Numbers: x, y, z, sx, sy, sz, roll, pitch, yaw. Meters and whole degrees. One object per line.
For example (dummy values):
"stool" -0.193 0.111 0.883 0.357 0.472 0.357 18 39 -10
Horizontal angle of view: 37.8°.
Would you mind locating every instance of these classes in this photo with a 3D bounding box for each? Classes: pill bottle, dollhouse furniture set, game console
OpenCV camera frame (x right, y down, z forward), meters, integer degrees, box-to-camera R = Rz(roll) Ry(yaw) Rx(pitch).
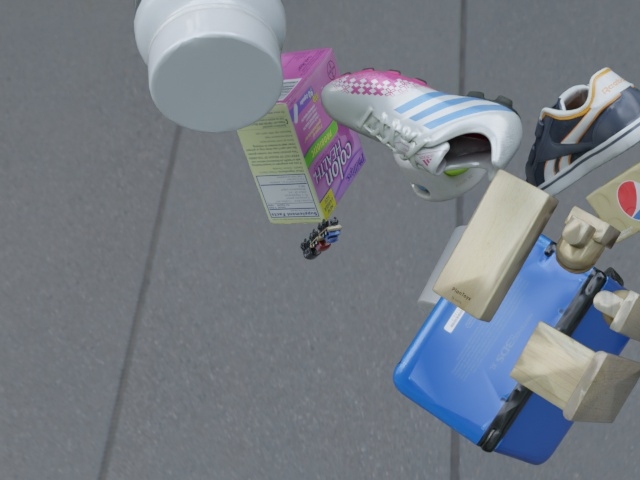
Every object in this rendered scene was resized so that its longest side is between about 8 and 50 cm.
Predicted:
"pill bottle" -0.156 -0.335 1.286 0.204 0.204 0.361 -10 53 1
"dollhouse furniture set" 0.196 0.048 0.774 0.151 0.123 0.144 32 97 33
"game console" 0.288 0.148 1.340 0.250 0.173 0.293 34 95 15

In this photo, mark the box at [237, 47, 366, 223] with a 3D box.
"box" -0.034 -0.189 1.693 0.117 0.243 0.214 0 35 28

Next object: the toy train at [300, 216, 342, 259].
"toy train" 0.000 0.000 1.451 0.027 0.158 0.036 -9 76 -19

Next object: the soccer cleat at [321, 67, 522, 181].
"soccer cleat" 0.143 -0.175 1.446 0.331 0.116 0.143 12 57 18

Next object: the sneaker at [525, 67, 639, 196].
"sneaker" 0.396 -0.161 1.452 0.126 0.321 0.127 -32 84 -25

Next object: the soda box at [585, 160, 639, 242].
"soda box" 0.349 -0.063 0.927 0.058 0.181 0.061 -29 83 -26

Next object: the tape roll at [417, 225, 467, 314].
"tape roll" 0.330 0.103 1.796 0.246 0.246 0.169 25 79 21

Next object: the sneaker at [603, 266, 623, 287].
"sneaker" 0.447 0.093 1.529 0.089 0.170 0.051 -41 86 27

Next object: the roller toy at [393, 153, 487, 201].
"roller toy" 0.274 -0.189 2.086 0.191 0.146 0.209 -13 41 30
